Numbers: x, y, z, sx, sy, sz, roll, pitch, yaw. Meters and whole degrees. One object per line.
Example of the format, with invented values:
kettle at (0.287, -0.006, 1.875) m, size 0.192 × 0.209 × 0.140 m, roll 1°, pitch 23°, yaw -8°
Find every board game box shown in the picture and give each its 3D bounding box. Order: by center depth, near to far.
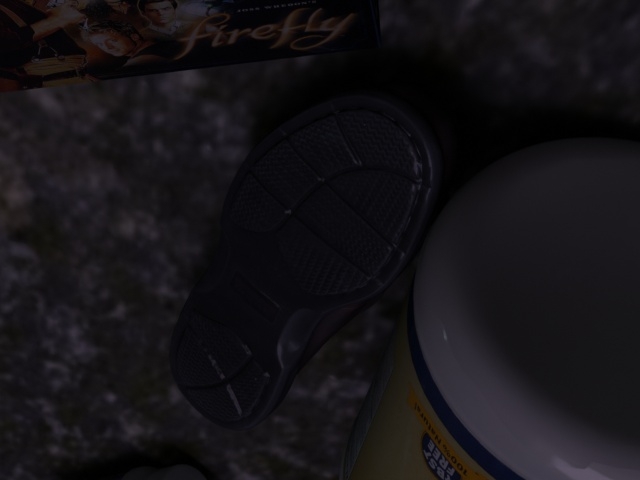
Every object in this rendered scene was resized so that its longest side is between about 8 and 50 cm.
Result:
board game box at (-0.101, -0.132, 0.774) m, size 0.243 × 0.042 × 0.165 m, roll -7°, pitch 158°, yaw 6°

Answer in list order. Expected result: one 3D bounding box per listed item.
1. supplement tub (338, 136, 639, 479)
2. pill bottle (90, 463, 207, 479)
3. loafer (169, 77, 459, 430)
supplement tub at (0.136, 0.117, 0.945) m, size 0.228 × 0.228 × 0.316 m, roll 14°, pitch 142°, yaw -2°
pill bottle at (-0.151, 0.219, 1.280) m, size 0.137 × 0.078 × 0.078 m, roll -20°, pitch 132°, yaw 35°
loafer at (0.000, 0.000, 0.970) m, size 0.109 × 0.095 × 0.302 m, roll 44°, pitch 136°, yaw 8°
